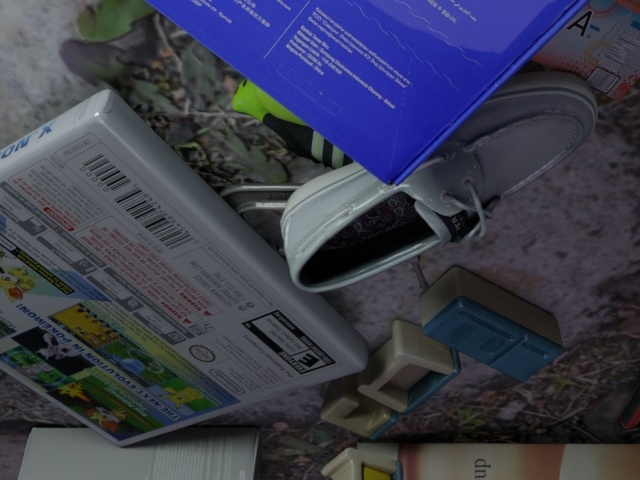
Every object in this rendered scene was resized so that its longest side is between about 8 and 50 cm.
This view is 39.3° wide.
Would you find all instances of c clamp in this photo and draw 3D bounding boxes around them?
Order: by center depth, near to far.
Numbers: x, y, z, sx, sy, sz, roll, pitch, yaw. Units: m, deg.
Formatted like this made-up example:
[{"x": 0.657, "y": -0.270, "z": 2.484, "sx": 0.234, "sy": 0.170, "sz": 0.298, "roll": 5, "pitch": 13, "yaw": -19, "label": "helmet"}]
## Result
[{"x": 0.000, "y": 0.000, "z": 0.700, "sx": 0.160, "sy": 0.022, "sz": 0.137, "roll": 5, "pitch": 148, "yaw": 14, "label": "c clamp"}]

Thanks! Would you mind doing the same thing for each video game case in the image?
[{"x": -0.171, "y": 0.052, "z": 0.749, "sx": 0.300, "sy": 0.036, "sz": 0.329, "roll": -22, "pitch": 131, "yaw": 28, "label": "video game case"}]

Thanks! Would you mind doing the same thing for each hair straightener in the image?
[{"x": 0.345, "y": 0.149, "z": 0.851, "sx": 0.089, "sy": 0.047, "sz": 0.230, "roll": 3, "pitch": 134, "yaw": -2, "label": "hair straightener"}]

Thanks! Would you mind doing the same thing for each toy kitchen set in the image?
[{"x": 0.106, "y": 0.162, "z": 0.781, "sx": 0.122, "sy": 0.166, "sz": 0.207, "roll": 26, "pitch": 129, "yaw": -23, "label": "toy kitchen set"}]

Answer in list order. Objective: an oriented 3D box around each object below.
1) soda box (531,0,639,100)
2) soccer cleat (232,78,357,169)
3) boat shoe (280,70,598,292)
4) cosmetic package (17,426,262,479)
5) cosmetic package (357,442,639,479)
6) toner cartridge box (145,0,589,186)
[{"x": 0.123, "y": -0.155, "z": 0.546, "sx": 0.183, "sy": 0.063, "sz": 0.058, "roll": 21, "pitch": 128, "yaw": -19, "label": "soda box"}, {"x": 0.019, "y": -0.073, "z": 0.638, "sx": 0.179, "sy": 0.060, "sz": 0.072, "roll": 31, "pitch": 152, "yaw": -31, "label": "soccer cleat"}, {"x": 0.076, "y": -0.027, "z": 0.579, "sx": 0.227, "sy": 0.081, "sz": 0.079, "roll": -25, "pitch": 131, "yaw": 21, "label": "boat shoe"}, {"x": -0.182, "y": 0.266, "z": 0.931, "sx": 0.238, "sy": 0.107, "sz": 0.127, "roll": 3, "pitch": 134, "yaw": 1, "label": "cosmetic package"}, {"x": 0.183, "y": 0.296, "z": 0.901, "sx": 0.296, "sy": 0.153, "sz": 0.129, "roll": -4, "pitch": 134, "yaw": 11, "label": "cosmetic package"}, {"x": -0.041, "y": -0.194, "z": 0.448, "sx": 0.348, "sy": 0.075, "sz": 0.165, "roll": 36, "pitch": 124, "yaw": -14, "label": "toner cartridge box"}]
